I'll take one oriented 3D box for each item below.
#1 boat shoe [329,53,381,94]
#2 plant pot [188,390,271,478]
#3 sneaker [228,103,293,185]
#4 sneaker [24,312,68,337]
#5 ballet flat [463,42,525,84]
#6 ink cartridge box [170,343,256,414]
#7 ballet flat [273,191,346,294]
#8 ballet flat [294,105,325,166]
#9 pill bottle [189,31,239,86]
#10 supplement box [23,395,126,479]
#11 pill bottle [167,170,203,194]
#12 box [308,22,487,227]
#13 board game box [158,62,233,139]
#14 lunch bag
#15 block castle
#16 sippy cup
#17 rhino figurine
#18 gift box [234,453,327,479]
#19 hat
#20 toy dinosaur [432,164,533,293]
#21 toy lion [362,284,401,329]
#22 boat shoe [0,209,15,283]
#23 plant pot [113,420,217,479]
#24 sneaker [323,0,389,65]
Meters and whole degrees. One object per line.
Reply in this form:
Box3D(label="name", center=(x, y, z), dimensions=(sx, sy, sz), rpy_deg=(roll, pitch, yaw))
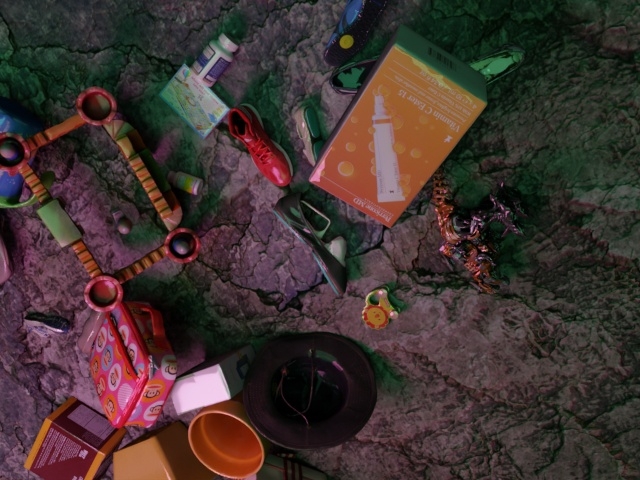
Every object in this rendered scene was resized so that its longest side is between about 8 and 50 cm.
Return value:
Box3D(label="boat shoe", center=(0.145, -0.373, 1.382), dimensions=(0.255, 0.079, 0.095), rpy_deg=(-1, 104, 12))
Box3D(label="plant pot", center=(-0.205, 0.470, 1.606), dimensions=(0.205, 0.188, 0.205), rpy_deg=(7, 113, 16))
Box3D(label="sneaker", center=(-0.152, -0.215, 1.456), dimensions=(0.087, 0.128, 0.221), rpy_deg=(-34, 95, 17))
Box3D(label="sneaker", center=(-0.765, 0.245, 1.747), dimensions=(0.135, 0.052, 0.058), rpy_deg=(12, 117, 16))
Box3D(label="ballet flat", center=(0.339, -0.358, 1.347), dimensions=(0.222, 0.079, 0.076), rpy_deg=(-26, 99, 17))
Box3D(label="ink cartridge box", center=(-0.263, 0.349, 1.579), dimensions=(0.154, 0.212, 0.093), rpy_deg=(-21, 87, 17))
Box3D(label="ballet flat", center=(0.000, 0.000, 1.505), dimensions=(0.096, 0.095, 0.280), rpy_deg=(-37, 95, 6))
Box3D(label="ballet flat", center=(-0.022, -0.235, 1.474), dimensions=(0.052, 0.057, 0.168), rpy_deg=(-6, 101, 41))
Box3D(label="pill bottle", center=(-0.246, -0.424, 1.452), dimensions=(0.067, 0.067, 0.120), rpy_deg=(44, 108, -2))
Box3D(label="supplement box", center=(-0.698, 0.594, 1.777), dimensions=(0.194, 0.129, 0.191), rpy_deg=(31, 108, 3))
Box3D(label="pill bottle", center=(-0.339, -0.147, 1.556), dimensions=(0.083, 0.043, 0.043), rpy_deg=(21, 107, 6))
Box3D(label="box", center=(0.159, -0.236, 1.312), dimensions=(0.215, 0.168, 0.345), rpy_deg=(30, 124, -7))
Box3D(label="board game box", center=(-0.302, -0.336, 1.508), dimensions=(0.154, 0.026, 0.103), rpy_deg=(45, 108, -3))
Box3D(label="lunch bag", center=(-0.458, 0.286, 1.537), dimensions=(0.293, 0.120, 0.258), rpy_deg=(46, 114, 44))
Box3D(label="block castle", center=(-0.505, -0.095, 1.444), dimensions=(0.303, 0.213, 0.453), rpy_deg=(-32, 104, -12))
Box3D(label="sippy cup", center=(-0.813, -0.235, 1.546), dimensions=(0.306, 0.240, 0.224), rpy_deg=(31, 100, -31))
Box3D(label="rhino figurine", center=(-0.578, 0.203, 1.662), dimensions=(0.073, 0.106, 0.243), rpy_deg=(30, 108, 2))
Box3D(label="gift box", center=(-0.112, 0.739, 1.640), dimensions=(0.276, 0.258, 0.255), rpy_deg=(30, 107, -18))
Box3D(label="hat", center=(-0.027, 0.394, 1.573), dimensions=(0.332, 0.331, 0.134), rpy_deg=(15, 146, 7))
Box3D(label="toy dinosaur", center=(0.346, -0.031, 1.404), dimensions=(0.218, 0.164, 0.322), rpy_deg=(-27, 120, 32))
Box3D(label="toy lion", center=(0.144, 0.171, 1.553), dimensions=(0.096, 0.034, 0.100), rpy_deg=(-24, 99, 24))
Box3D(label="boat shoe", center=(-0.899, -0.055, 1.649), dimensions=(0.132, 0.130, 0.355), rpy_deg=(-25, 93, 13))
Box3D(label="plant pot", center=(-0.442, 0.622, 1.705), dimensions=(0.212, 0.212, 0.187), rpy_deg=(-26, 85, 16))
Box3D(label="sneaker", center=(0.074, -0.485, 1.379), dimensions=(0.069, 0.082, 0.209), rpy_deg=(21, 119, -32))
